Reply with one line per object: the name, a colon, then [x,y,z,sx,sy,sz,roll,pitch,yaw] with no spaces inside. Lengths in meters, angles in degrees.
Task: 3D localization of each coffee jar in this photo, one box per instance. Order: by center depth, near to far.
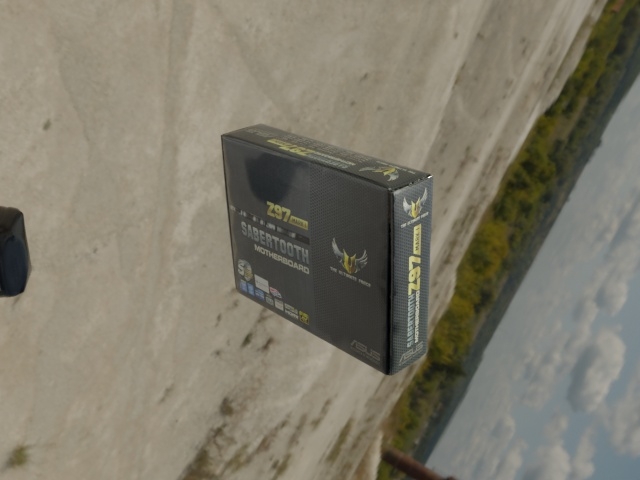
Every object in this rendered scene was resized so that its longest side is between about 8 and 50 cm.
coffee jar: [-0.391,0.008,0.748,0.079,0.184,0.096,-95,-169,-50]

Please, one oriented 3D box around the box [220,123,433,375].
box: [0.000,0.000,0.713,0.059,0.232,0.183,-23,124,-39]
